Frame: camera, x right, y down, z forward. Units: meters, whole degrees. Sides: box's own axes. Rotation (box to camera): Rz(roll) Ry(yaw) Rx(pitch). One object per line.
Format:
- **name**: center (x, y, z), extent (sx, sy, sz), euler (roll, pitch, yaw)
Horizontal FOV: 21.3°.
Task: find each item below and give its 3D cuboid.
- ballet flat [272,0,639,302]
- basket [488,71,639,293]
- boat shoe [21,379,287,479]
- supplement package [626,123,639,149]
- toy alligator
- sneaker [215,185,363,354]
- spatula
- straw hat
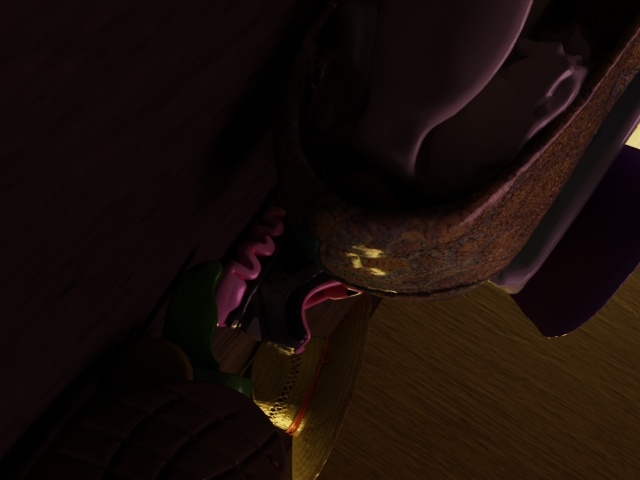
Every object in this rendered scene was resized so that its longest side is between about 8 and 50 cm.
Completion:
- **ballet flat**: center (0.095, -0.134, 0.559), extent (0.348, 0.123, 0.123), euler (-58, 175, 4)
- **basket**: center (0.072, -0.073, 0.688), extent (0.167, 0.113, 0.103), euler (-56, 179, -5)
- **boat shoe**: center (-0.081, 0.103, 0.547), extent (0.178, 0.064, 0.060), euler (-35, 171, -46)
- **supplement package**: center (0.183, -0.176, 0.924), extent (0.262, 0.145, 0.204), euler (-55, 176, -32)
- **toy alligator**: center (-0.075, 0.096, 0.622), extent (0.190, 0.051, 0.056), euler (-57, 175, -9)
- **sneaker**: center (0.000, 0.000, 0.746), extent (0.119, 0.057, 0.047), euler (-57, 174, -22)
- **spatula**: center (0.115, -0.007, 0.775), extent (0.084, 0.030, 0.296), euler (-53, 179, 5)
- **straw hat**: center (-0.019, 0.092, 1.128), extent (0.144, 0.061, 0.144), euler (-159, -90, -82)
